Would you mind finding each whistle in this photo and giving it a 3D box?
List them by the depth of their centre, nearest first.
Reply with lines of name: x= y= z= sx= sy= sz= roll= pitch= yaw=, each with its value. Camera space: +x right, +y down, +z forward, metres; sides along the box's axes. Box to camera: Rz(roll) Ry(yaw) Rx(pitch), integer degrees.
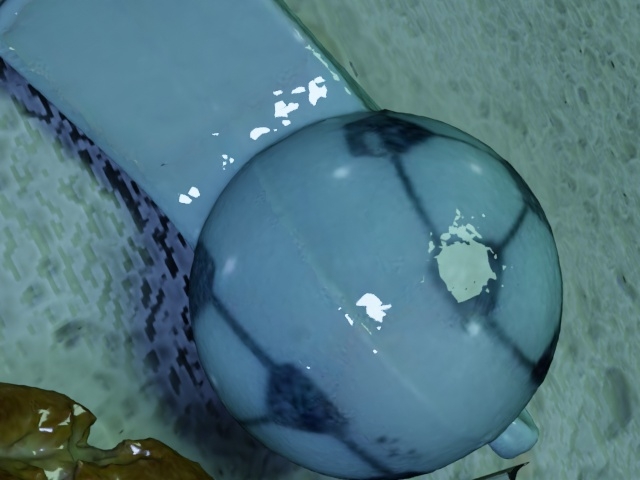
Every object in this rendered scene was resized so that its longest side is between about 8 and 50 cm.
whistle: x=0.000 y=0.000 z=0.727 sx=0.290 sy=0.163 sz=0.163 roll=44 pitch=38 yaw=-31

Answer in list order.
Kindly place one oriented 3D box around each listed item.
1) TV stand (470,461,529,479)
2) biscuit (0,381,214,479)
TV stand: x=0.113 y=0.229 z=0.860 sx=0.042 sy=0.036 sz=0.249 roll=0 pitch=71 yaw=-58
biscuit: x=-0.086 y=0.145 z=0.547 sx=0.226 sy=0.042 sz=0.226 roll=17 pitch=55 yaw=-26
